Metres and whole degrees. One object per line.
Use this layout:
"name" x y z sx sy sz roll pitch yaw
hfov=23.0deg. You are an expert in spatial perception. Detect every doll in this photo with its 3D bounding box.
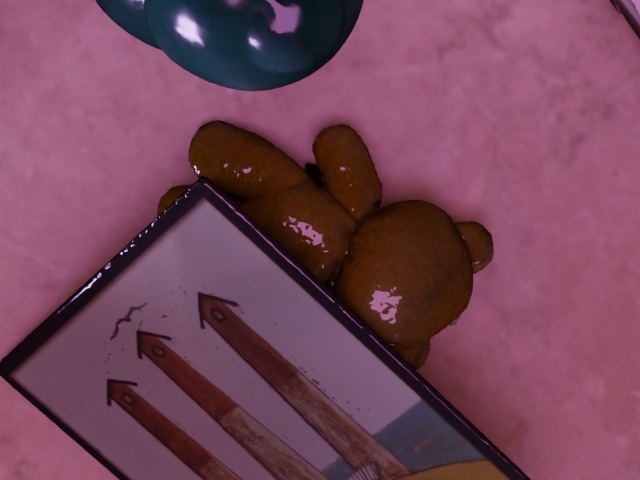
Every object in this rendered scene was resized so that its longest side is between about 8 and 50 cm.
"doll" 0.000 0.000 1.024 0.209 0.097 0.137 29 71 7

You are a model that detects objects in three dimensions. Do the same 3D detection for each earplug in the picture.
"earplug" -0.105 -0.180 0.924 0.257 0.280 0.164 -18 134 -33

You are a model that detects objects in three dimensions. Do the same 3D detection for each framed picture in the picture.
"framed picture" -0.030 0.132 1.030 0.324 0.013 0.244 43 126 -11

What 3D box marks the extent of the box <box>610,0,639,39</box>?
"box" 0.286 -0.143 0.991 0.155 0.067 0.243 -36 103 6
